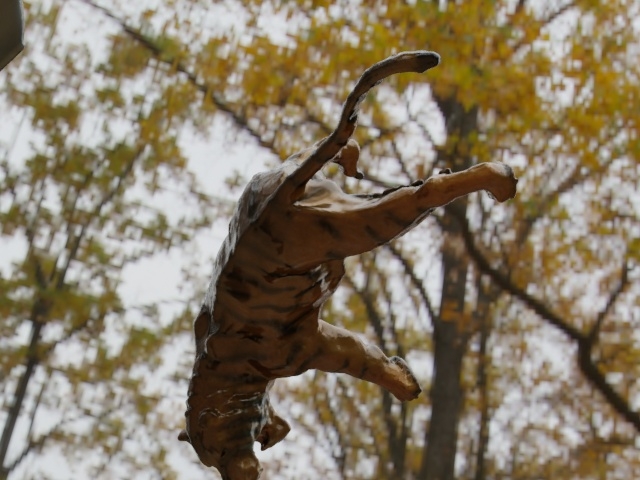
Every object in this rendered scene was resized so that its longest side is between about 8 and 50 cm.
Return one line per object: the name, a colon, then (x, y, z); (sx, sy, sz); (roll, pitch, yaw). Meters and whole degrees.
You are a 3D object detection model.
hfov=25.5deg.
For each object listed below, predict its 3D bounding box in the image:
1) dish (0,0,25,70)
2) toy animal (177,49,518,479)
dish: (-0.335, -0.189, 1.360); (0.064, 0.234, 0.154); (46, -4, -22)
toy animal: (-0.004, -0.005, 0.638); (0.116, 0.114, 0.255); (-16, -34, -26)
